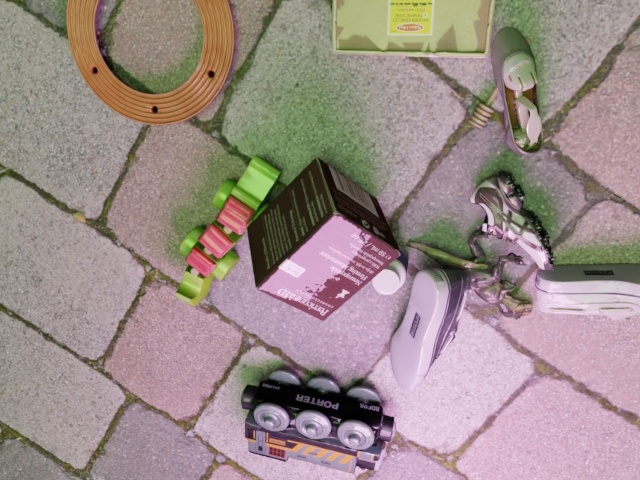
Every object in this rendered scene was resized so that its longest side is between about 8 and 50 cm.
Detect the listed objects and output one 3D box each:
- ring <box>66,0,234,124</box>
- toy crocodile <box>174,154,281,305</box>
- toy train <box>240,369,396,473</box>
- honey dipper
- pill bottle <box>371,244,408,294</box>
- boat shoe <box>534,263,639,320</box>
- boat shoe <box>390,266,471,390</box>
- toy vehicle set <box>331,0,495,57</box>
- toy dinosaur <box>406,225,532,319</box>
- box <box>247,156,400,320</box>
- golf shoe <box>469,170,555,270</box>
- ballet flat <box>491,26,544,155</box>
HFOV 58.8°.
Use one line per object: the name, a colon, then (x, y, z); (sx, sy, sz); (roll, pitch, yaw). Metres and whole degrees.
ring: (-0.316, -0.385, 1.057); (0.336, 0.032, 0.337); (4, 110, 11)
toy crocodile: (-0.189, -0.016, 1.118); (0.115, 0.105, 0.340); (38, 112, -2)
toy train: (-0.010, 0.396, 1.215); (0.333, 0.142, 0.190); (10, 123, 8)
honey dipper: (0.306, -0.265, 0.959); (0.030, 0.030, 0.161); (31, 109, 1)
pill bottle: (0.128, 0.055, 1.061); (0.067, 0.120, 0.067); (4, 109, 11)
boat shoe: (0.521, 0.099, 1.002); (0.267, 0.096, 0.088); (-1, 113, 15)
boat shoe: (0.214, 0.173, 1.095); (0.102, 0.108, 0.301); (-6, 126, -22)
toy vehicle set: (0.152, -0.393, 0.943); (0.266, 0.035, 0.166); (6, 110, 11)
toy dinosaur: (0.300, 0.048, 1.055); (0.268, 0.064, 0.118); (35, 120, 3)
box: (0.000, 0.000, 1.017); (0.168, 0.167, 0.203); (30, 117, -34)
golf shoe: (0.343, -0.024, 1.015); (0.094, 0.077, 0.198); (-31, 90, 25)
ballet flat: (0.329, -0.238, 0.922); (0.072, 0.068, 0.213); (-19, 115, -2)
